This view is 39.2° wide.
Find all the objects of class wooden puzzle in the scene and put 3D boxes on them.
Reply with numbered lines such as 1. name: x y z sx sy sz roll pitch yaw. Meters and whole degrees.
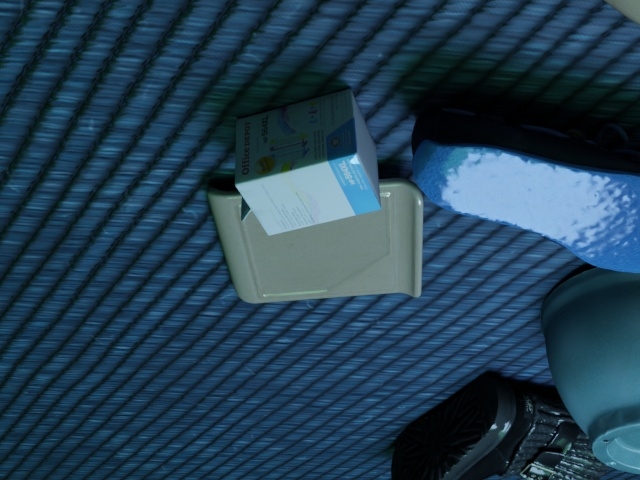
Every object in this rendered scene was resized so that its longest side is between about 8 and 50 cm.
1. wooden puzzle: 0.000 0.000 1.058 0.238 0.044 0.221 -1 144 5

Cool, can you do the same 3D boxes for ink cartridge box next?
1. ink cartridge box: -0.021 -0.075 0.906 0.143 0.092 0.090 -13 142 13

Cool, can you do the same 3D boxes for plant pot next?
1. plant pot: 0.436 0.182 1.156 0.293 0.196 0.293 5 146 4

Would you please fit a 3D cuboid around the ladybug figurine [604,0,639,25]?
1. ladybug figurine: 0.351 -0.227 0.553 0.449 0.162 0.305 7 131 19

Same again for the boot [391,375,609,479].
1. boot: 0.300 0.358 1.476 0.260 0.131 0.348 17 139 -24

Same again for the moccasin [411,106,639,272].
1. moccasin: 0.254 -0.070 0.917 0.342 0.117 0.138 20 126 -20
